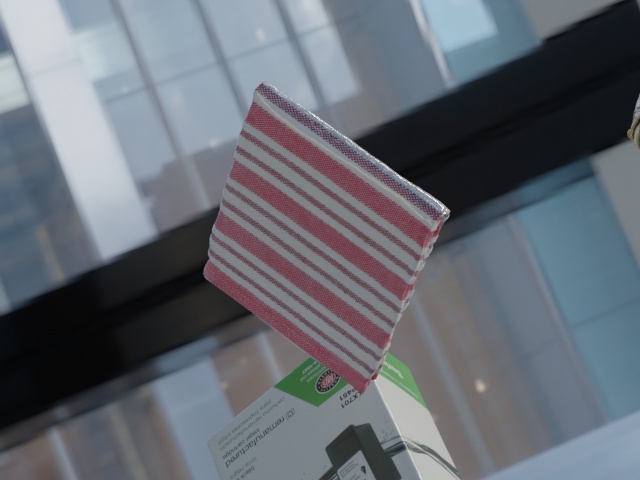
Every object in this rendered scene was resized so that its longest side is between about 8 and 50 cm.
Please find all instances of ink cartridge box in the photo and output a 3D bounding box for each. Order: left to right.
[{"bbox_3d":[0.021,0.192,1.271,0.087,0.153,0.208,39,17,-41],"label":"ink cartridge box"}]

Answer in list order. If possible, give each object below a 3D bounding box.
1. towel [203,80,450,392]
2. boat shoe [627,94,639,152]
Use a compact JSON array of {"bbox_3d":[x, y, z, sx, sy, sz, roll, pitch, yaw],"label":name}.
[{"bbox_3d":[0.000,0.000,1.110,0.144,0.029,0.197,36,-39,14],"label":"towel"},{"bbox_3d":[0.282,-0.095,1.437,0.063,0.059,0.170,44,-4,0],"label":"boat shoe"}]
